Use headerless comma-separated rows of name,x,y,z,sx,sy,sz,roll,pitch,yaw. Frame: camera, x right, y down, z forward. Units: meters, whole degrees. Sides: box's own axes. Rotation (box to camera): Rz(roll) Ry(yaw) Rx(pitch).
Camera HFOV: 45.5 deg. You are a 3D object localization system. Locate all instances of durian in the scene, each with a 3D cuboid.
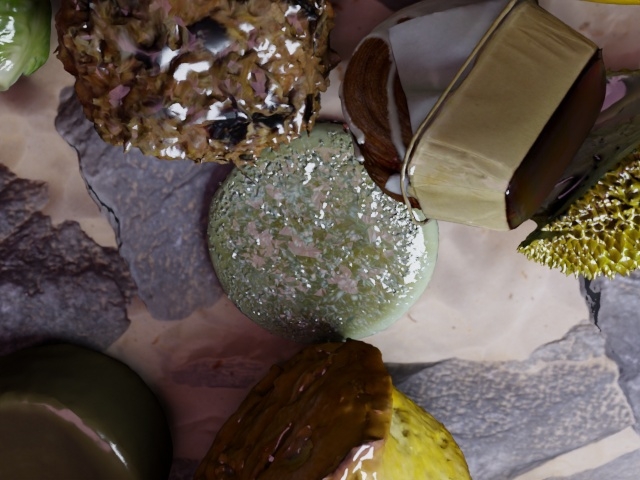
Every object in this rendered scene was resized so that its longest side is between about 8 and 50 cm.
durian,0.285,-0.060,0.715,0.237,0.193,0.138,-24,130,26

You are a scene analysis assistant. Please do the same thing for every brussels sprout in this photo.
brussels sprout,-0.349,-0.231,0.767,0.155,0.117,0.155,0,89,7

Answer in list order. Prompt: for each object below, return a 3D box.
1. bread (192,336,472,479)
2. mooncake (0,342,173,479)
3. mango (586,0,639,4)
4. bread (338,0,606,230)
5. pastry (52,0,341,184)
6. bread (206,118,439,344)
bread,-0.015,0.300,0.791,0.215,0.398,0.398,35,111,-17
mooncake,-0.323,0.270,0.925,0.285,0.155,0.284,2,108,8
mango,0.214,-0.285,0.616,0.318,0.211,0.173,-1,148,9
bread,0.125,-0.119,0.692,0.212,0.142,0.224,27,73,32
pastry,-0.110,-0.193,0.723,0.275,0.193,0.274,0,92,-10
bread,0.000,0.000,0.840,0.267,0.040,0.266,3,110,8
